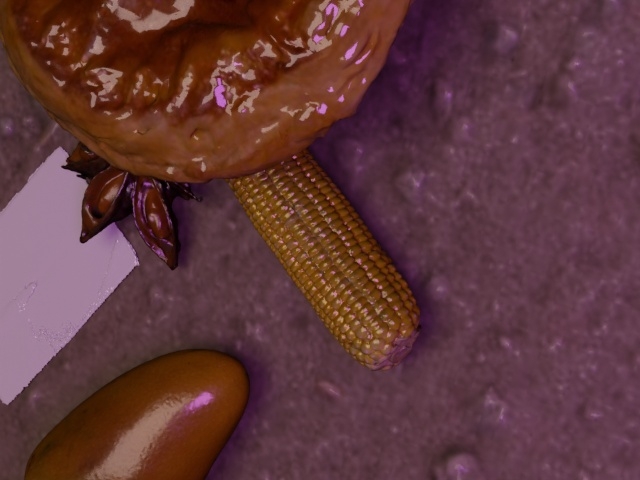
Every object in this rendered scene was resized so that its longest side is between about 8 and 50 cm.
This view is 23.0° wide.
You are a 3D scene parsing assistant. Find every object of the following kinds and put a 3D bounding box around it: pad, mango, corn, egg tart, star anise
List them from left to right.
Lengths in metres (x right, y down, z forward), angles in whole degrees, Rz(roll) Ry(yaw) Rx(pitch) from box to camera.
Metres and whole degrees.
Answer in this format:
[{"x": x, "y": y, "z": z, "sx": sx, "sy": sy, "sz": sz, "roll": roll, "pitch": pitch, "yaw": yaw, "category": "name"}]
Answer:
[{"x": -0.287, "y": 0.037, "z": 1.559, "sx": 0.232, "sy": 0.004, "sz": 0.156, "roll": -45, "pitch": 69, "yaw": 23, "category": "pad"}, {"x": -0.186, "y": -0.067, "z": 1.470, "sx": 0.157, "sy": 0.053, "sz": 0.212, "roll": -21, "pitch": 82, "yaw": 27, "category": "star anise"}, {"x": -0.161, "y": 0.190, "z": 1.423, "sx": 0.253, "sy": 0.113, "sz": 0.138, "roll": -37, "pitch": 68, "yaw": 18, "category": "mango"}, {"x": -0.083, "y": -0.261, "z": 1.333, "sx": 0.443, "sy": 0.178, "sz": 0.443, "roll": -2, "pitch": 86, "yaw": 29, "category": "egg tart"}, {"x": 0.000, "y": 0.000, "z": 1.344, "sx": 0.081, "sy": 0.081, "sz": 0.248, "roll": -44, "pitch": 69, "yaw": 23, "category": "corn"}]
